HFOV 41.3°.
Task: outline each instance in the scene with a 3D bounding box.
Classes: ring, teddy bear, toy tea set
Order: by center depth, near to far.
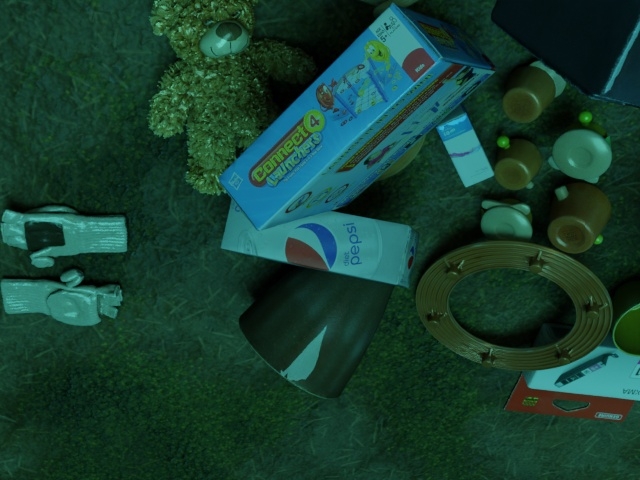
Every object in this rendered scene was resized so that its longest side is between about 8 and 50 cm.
[{"bbox_3d":[-0.130,-0.206,1.218,0.245,0.113,0.338,6,125,-11],"label":"teddy bear"},{"bbox_3d":[0.367,-0.127,1.338,0.200,0.124,0.336,15,133,21],"label":"toy tea set"},{"bbox_3d":[0.330,0.128,1.474,0.336,0.032,0.336,10,138,9],"label":"ring"}]

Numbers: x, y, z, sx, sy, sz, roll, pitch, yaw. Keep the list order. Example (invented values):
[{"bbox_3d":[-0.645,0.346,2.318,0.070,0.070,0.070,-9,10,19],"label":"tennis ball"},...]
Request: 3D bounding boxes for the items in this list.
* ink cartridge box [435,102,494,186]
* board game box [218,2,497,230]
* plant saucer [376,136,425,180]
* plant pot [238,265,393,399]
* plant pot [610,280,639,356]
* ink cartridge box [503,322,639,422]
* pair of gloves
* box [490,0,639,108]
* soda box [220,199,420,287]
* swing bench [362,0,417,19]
[{"bbox_3d":[0.213,-0.156,1.294,0.052,0.088,0.122,-26,124,13],"label":"ink cartridge box"},{"bbox_3d":[0.060,-0.156,1.113,0.308,0.302,0.086,-42,81,22],"label":"board game box"},{"bbox_3d":[0.068,-0.170,1.305,0.200,0.037,0.200,-3,126,-4],"label":"plant saucer"},{"bbox_3d":[0.017,0.105,1.414,0.215,0.215,0.230,32,103,-24],"label":"plant pot"},{"bbox_3d":[0.575,0.127,1.523,0.134,0.095,0.134,-2,126,-3],"label":"plant pot"},{"bbox_3d":[0.524,0.279,1.653,0.275,0.060,0.239,8,123,-10],"label":"ink cartridge box"},{"bbox_3d":[-0.430,0.049,1.418,0.204,0.042,0.240,8,125,-11],"label":"pair of gloves"},{"bbox_3d":[0.535,-0.378,0.972,0.472,0.297,0.480,8,118,-23],"label":"box"},{"bbox_3d":[0.000,0.000,1.301,0.286,0.098,0.091,11,87,16],"label":"soda box"},{"bbox_3d":[0.119,-0.432,1.027,0.255,0.165,0.253,-25,131,-31],"label":"swing bench"}]
